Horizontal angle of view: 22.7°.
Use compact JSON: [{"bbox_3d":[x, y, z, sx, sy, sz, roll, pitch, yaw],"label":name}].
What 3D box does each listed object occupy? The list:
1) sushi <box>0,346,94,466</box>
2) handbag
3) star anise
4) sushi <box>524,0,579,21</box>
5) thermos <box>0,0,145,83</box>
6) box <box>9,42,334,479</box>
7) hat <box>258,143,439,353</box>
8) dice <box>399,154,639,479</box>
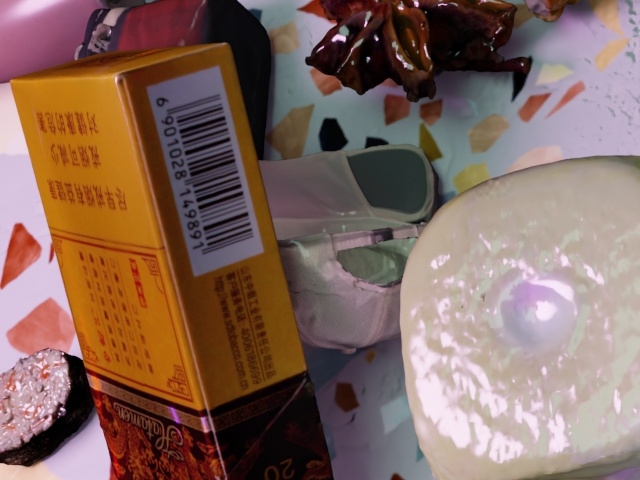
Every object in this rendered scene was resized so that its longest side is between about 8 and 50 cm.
[{"bbox_3d":[-0.303,0.177,1.671,0.150,0.078,0.090,-35,60,16],"label":"sushi"},{"bbox_3d":[-0.164,-0.129,1.627,0.181,0.181,0.254,-8,68,27],"label":"handbag"},{"bbox_3d":[0.076,-0.207,1.531,0.190,0.126,0.220,-8,51,-12],"label":"star anise"},{"bbox_3d":[0.178,-0.341,1.483,0.139,0.184,0.274,-38,57,14],"label":"sushi"},{"bbox_3d":[-0.339,-0.246,1.788,0.265,0.176,0.146,-23,95,18],"label":"thermos"},{"bbox_3d":[-0.135,0.040,1.419,0.264,0.116,0.415,6,114,58],"label":"box"},{"bbox_3d":[-0.003,-0.007,1.493,0.275,0.232,0.161,54,131,43],"label":"hat"},{"bbox_3d":[0.223,0.088,1.275,0.252,0.250,0.254,-14,67,26],"label":"dice"}]
